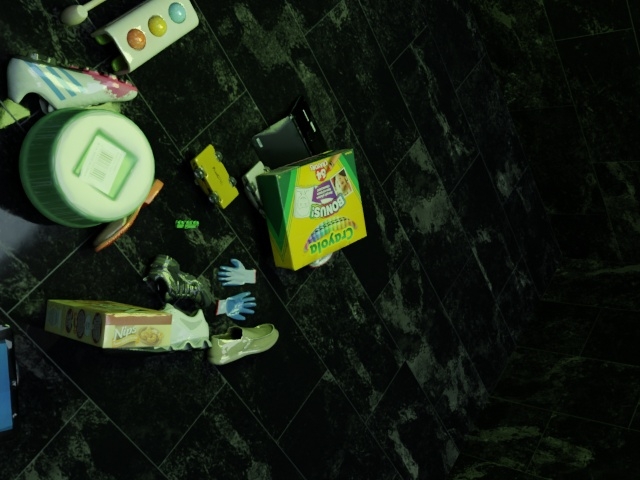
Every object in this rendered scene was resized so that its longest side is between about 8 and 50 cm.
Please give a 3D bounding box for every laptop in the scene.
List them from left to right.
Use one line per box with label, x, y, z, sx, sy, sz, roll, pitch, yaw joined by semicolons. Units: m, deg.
laptop;-0.098;-0.331;2.359;0.234;0.137;0.264;63;27;-29

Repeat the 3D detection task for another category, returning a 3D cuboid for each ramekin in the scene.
ramekin;-0.559;-0.181;1.688;0.304;0.148;0.303;-3;94;-44

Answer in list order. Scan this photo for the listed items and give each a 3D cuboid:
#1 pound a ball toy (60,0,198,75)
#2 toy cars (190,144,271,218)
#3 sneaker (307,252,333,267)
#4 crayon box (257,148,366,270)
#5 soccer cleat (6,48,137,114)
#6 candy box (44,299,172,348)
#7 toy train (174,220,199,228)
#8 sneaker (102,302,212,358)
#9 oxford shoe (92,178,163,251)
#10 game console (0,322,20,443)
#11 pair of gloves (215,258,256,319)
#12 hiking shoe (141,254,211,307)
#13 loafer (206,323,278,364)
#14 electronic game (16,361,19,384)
pound a ball toy;-0.499;-0.593;1.845;0.319;0.136;0.208;-48;124;-33
toy cars;-0.267;-0.176;2.150;0.394;0.087;0.176;14;84;-49
sneaker;0.000;0.000;2.442;0.093;0.088;0.225;40;58;-30
crayon box;-0.017;-0.111;2.279;0.363;0.106;0.312;-25;110;-41
soccer cleat;-0.634;-0.380;1.755;0.331;0.116;0.143;6;104;-43
candy box;-0.537;0.206;1.729;0.183;0.317;0.087;6;89;-45
toy train;-0.401;-0.047;2.066;0.083;0.017;0.023;0;102;-46
sneaker;-0.470;0.256;1.962;0.331;0.122;0.146;1;74;-45
oxford shoe;-0.547;-0.085;1.877;0.098;0.097;0.271;42;58;-17
game console;-0.793;0.354;1.528;0.174;0.250;0.292;-3;96;-11
pair of gloves;-0.268;0.159;2.211;0.159;0.023;0.198;5;90;-46
hiking shoe;-0.422;0.144;2.012;0.227;0.086;0.114;44;61;-27
loafer;-0.244;0.313;2.189;0.269;0.102;0.092;-19;112;-43
electronic game;-0.831;0.338;1.629;0.229;0.048;0.229;-3;94;-46
